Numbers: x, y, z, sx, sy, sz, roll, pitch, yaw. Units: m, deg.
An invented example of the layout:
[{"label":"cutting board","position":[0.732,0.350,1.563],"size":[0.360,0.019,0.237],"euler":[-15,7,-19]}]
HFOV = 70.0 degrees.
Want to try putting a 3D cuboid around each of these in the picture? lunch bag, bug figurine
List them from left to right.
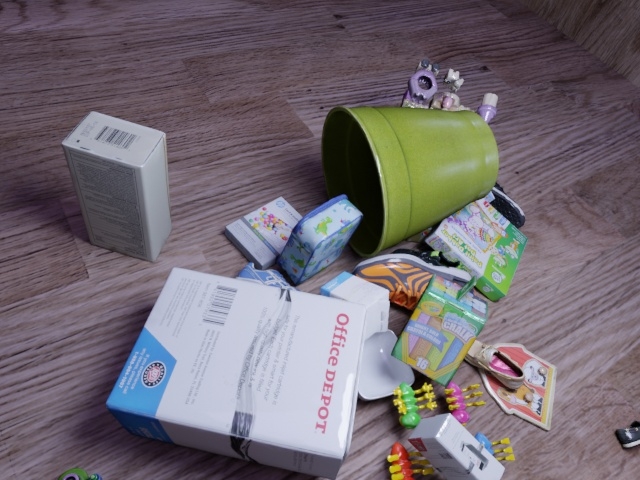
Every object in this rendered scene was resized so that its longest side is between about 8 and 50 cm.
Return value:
[{"label":"lunch bag","position":[0.000,0.000,1.072],"size":[0.176,0.219,0.090],"euler":[-32,73,-32]},{"label":"bug figurine","position":[0.240,0.391,0.914],"size":[0.278,0.072,0.217],"euler":[3,64,-19]}]

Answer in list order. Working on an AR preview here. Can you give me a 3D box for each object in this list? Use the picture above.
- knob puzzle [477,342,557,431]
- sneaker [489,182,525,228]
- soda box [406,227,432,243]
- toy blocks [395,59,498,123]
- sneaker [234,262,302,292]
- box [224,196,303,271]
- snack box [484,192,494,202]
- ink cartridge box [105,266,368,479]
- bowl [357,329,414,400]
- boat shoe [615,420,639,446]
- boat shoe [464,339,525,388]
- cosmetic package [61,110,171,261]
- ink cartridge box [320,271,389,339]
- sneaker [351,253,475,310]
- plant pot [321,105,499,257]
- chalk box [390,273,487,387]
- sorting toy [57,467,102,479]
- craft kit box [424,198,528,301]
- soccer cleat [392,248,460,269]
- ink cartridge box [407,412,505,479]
[{"label":"knob puzzle","position":[0.458,0.317,1.070],"size":[0.213,0.030,0.213],"euler":[7,52,-9]},{"label":"sneaker","position":[0.551,-0.139,1.416],"size":[0.097,0.084,0.235],"euler":[-25,63,-31]},{"label":"soda box","position":[0.269,-0.082,1.310],"size":[0.058,0.061,0.181],"euler":[6,52,-10]},{"label":"toy blocks","position":[0.341,-0.304,1.365],"size":[0.288,0.309,0.260],"euler":[19,78,-3]},{"label":"sneaker","position":[-0.096,0.112,1.048],"size":[0.211,0.080,0.081],"euler":[22,54,1]},{"label":"box","position":[-0.126,-0.019,1.170],"size":[0.186,0.038,0.145],"euler":[-32,67,-34]},{"label":"snack box","position":[0.442,-0.174,1.335],"size":[0.064,0.178,0.022],"euler":[-34,24,9]},{"label":"ink cartridge box","position":[-0.128,0.240,0.853],"size":[0.394,0.166,0.286],"euler":[11,50,5]},{"label":"bowl","position":[0.117,0.275,0.996],"size":[0.142,0.053,0.142],"euler":[-9,56,-22]},{"label":"boat shoe","position":[0.736,0.431,1.043],"size":[0.132,0.049,0.042],"euler":[-9,64,-16]},{"label":"boat shoe","position":[0.390,0.268,1.050],"size":[0.170,0.059,0.063],"euler":[31,62,24]},{"label":"cosmetic package","position":[-0.418,-0.101,0.980],"size":[0.160,0.310,0.113],"euler":[17,51,-3]},{"label":"ink cartridge box","position":[0.082,0.148,1.020],"size":[0.143,0.092,0.089],"euler":[21,35,37]},{"label":"sneaker","position":[0.233,0.142,1.084],"size":[0.320,0.125,0.180],"euler":[8,50,-9]},{"label":"plant pot","position":[0.230,-0.179,1.150],"size":[0.352,0.367,0.367],"euler":[-15,58,-16]},{"label":"chalk box","position":[0.257,0.162,0.948],"size":[0.132,0.213,0.132],"euler":[28,18,14]},{"label":"sorting toy","position":[-0.393,0.414,0.757],"size":[0.102,0.042,0.061],"euler":[35,52,13]},{"label":"craft kit box","position":[0.435,-0.002,1.260],"size":[0.250,0.061,0.247],"euler":[41,55,-2]},{"label":"soccer cleat","position":[0.278,0.049,1.195],"size":[0.178,0.072,0.060],"euler":[19,48,13]},{"label":"ink cartridge box","position":[0.240,0.382,0.818],"size":[0.135,0.099,0.056],"euler":[45,58,3]}]
